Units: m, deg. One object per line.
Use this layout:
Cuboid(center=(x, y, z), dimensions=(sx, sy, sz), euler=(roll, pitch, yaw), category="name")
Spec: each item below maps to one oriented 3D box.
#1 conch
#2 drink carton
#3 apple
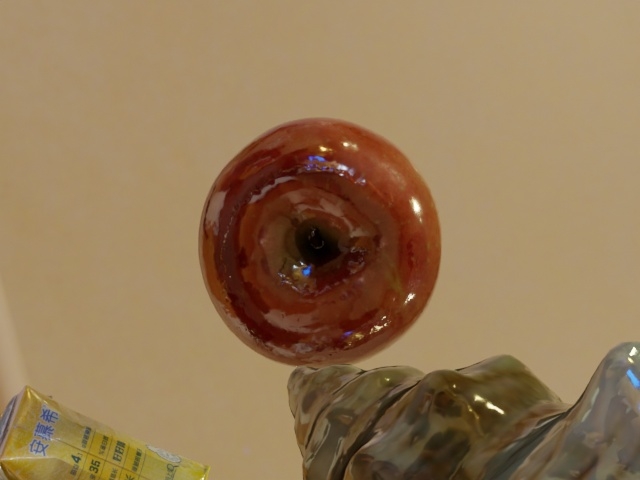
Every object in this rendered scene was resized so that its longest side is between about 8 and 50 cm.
Cuboid(center=(0.082, 0.123, 0.450), dimensions=(0.169, 0.203, 0.386), euler=(56, -10, -26), category="conch")
Cuboid(center=(-0.180, 0.153, 1.173), dimensions=(0.074, 0.200, 0.084), euler=(-46, -156, 48), category="drink carton")
Cuboid(center=(0.000, 0.000, 1.217), dimensions=(0.168, 0.181, 0.181), euler=(-91, 168, -78), category="apple")
